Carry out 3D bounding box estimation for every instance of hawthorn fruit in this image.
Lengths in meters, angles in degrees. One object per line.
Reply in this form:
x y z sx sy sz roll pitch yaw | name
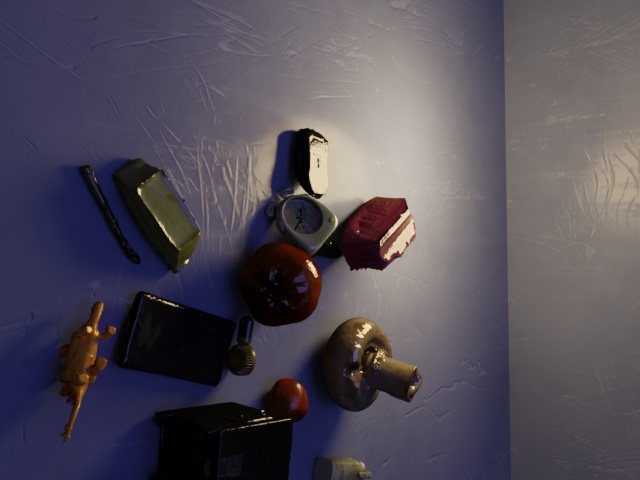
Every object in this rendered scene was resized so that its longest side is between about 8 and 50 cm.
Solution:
-0.089 0.446 1.705 0.128 0.128 0.128 0 90 -52 | hawthorn fruit
-0.096 0.114 1.633 0.261 0.223 0.224 -16 103 -73 | hawthorn fruit

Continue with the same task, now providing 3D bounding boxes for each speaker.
-0.233 0.485 1.422 0.253 0.232 0.184 8 83 -47 | speaker

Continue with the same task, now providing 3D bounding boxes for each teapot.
0.078 0.727 1.924 0.200 0.107 0.077 26 67 -50 | teapot

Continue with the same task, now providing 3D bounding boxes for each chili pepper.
-0.003 0.000 1.855 0.216 0.062 0.108 32 65 -50 | chili pepper

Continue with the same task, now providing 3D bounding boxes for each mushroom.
0.159 0.385 1.879 0.292 0.289 0.293 -9 101 -55 | mushroom

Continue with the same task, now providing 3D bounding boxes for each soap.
0.191 -0.031 1.979 0.325 0.220 0.128 -41 125 -43 | soap

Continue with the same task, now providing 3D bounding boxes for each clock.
-0.057 -0.059 1.732 0.191 0.062 0.151 40 59 1 | clock

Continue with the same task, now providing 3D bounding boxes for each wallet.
-0.332 0.240 1.445 0.321 0.044 0.171 31 67 -52 | wallet

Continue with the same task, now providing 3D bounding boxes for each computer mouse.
-0.030 -0.226 1.806 0.122 0.073 0.218 18 69 -53 | computer mouse

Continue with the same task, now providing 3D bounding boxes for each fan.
-0.202 0.270 1.575 0.039 0.082 0.155 12 85 -48 | fan

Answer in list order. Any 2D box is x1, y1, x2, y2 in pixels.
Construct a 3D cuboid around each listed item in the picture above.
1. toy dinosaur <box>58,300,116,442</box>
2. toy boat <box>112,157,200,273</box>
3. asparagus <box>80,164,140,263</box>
-0.475 0.255 1.202 0.070 0.117 0.289 27 53 -36 | toy dinosaur
-0.353 -0.054 1.382 0.111 0.084 0.277 -50 126 -42 | toy boat
-0.447 -0.049 1.309 0.024 0.025 0.249 -111 180 -65 | asparagus
